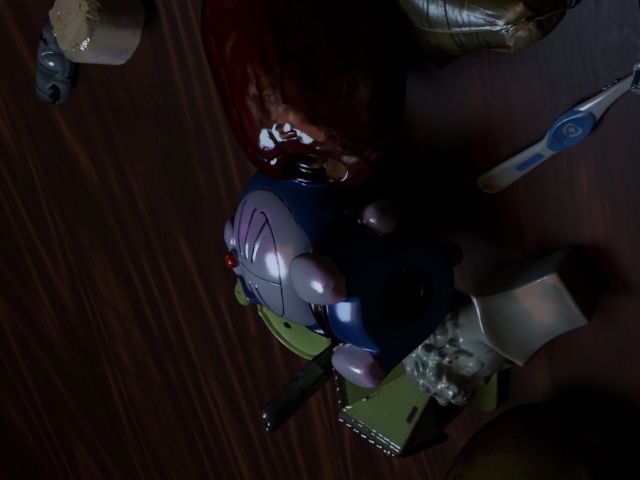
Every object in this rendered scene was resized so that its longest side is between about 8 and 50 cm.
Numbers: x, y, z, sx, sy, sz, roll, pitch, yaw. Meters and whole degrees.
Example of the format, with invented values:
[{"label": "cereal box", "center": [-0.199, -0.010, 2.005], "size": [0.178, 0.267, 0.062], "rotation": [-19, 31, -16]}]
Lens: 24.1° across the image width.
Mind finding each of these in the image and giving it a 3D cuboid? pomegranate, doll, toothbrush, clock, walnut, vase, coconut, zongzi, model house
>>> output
[{"label": "pomegranate", "center": [0.295, 0.367, 1.875], "size": [0.323, 0.291, 0.291], "rotation": [41, 151, -6]}, {"label": "doll", "center": [0.020, 0.009, 1.804], "size": [0.310, 0.240, 0.284], "rotation": [34, 140, 52]}, {"label": "toothbrush", "center": [0.261, -0.119, 1.577], "size": [0.040, 0.040, 0.386], "rotation": [49, 154, -3]}, {"label": "clock", "center": [-0.015, 0.107, 2.163], "size": [0.232, 0.069, 0.170], "rotation": [44, 150, 7]}, {"label": "walnut", "center": [-0.014, -0.183, 1.630], "size": [0.244, 0.222, 0.269], "rotation": [61, -156, -77]}, {"label": "vase", "center": [-0.386, -0.280, 2.201], "size": [0.060, 0.060, 0.211], "rotation": [42, 150, 10]}, {"label": "coconut", "center": [-0.291, -0.293, 2.010], "size": [0.116, 0.122, 0.116], "rotation": [-2, 87, 43]}, {"label": "zongzi", "center": [0.173, -0.211, 1.525], "size": [0.205, 0.094, 0.204], "rotation": [25, 153, 31]}, {"label": "model house", "center": [0.075, 0.201, 1.952], "size": [0.218, 0.279, 0.205], "rotation": [31, 148, 30]}]

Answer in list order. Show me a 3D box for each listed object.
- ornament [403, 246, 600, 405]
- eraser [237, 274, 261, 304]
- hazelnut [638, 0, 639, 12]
[{"label": "ornament", "center": [0.200, 0.101, 1.772], "size": [0.130, 0.120, 0.285], "rotation": [47, 137, -1]}, {"label": "eraser", "center": [-0.038, 0.052, 2.000], "size": [0.036, 0.225, 0.082], "rotation": [-28, 69, 23]}, {"label": "hazelnut", "center": [0.366, -0.199, 1.214], "size": [0.204, 0.178, 0.178], "rotation": [-32, 100, 29]}]
